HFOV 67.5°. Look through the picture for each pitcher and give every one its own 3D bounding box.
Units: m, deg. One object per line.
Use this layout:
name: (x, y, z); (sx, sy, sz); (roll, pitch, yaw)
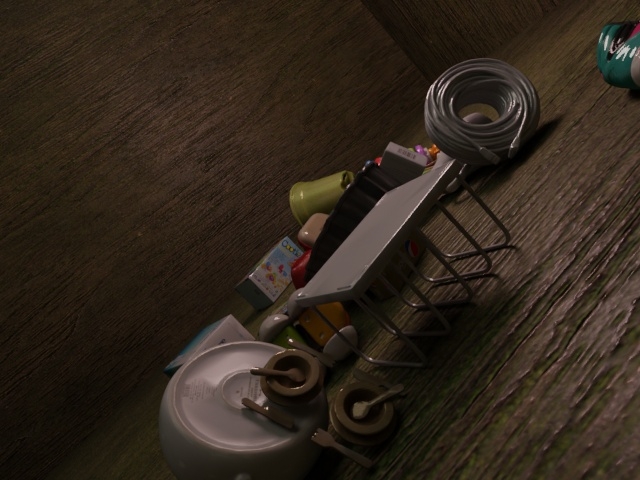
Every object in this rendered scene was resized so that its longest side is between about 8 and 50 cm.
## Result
pitcher: (0.363, -0.211, 1.198); (0.207, 0.126, 0.177); (-52, 14, 9)

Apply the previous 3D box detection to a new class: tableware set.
tableware set: (0.008, 0.195, 0.627); (0.128, 0.194, 0.039); (-48, -31, -44)

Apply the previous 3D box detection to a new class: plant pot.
plant pot: (0.049, -0.177, 2.103); (0.254, 0.276, 0.276); (-23, 19, 34)

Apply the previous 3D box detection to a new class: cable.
cable: (0.375, -0.301, 1.120); (0.257, 0.257, 0.089); (-52, -22, -12)

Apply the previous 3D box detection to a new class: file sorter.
file sorter: (0.136, 0.046, 0.761); (0.277, 0.173, 0.193); (-48, 10, -25)

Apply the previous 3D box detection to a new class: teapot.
teapot: (-0.110, 0.287, 0.692); (0.256, 0.253, 0.186); (-24, -49, -47)

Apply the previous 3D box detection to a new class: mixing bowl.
mixing bowl: (-0.031, 0.093, 1.569); (0.181, 0.098, 0.181); (-41, 9, 8)

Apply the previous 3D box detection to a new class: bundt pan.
bundt pan: (0.099, -0.011, 1.116); (0.330, 0.124, 0.330); (-56, -11, -18)

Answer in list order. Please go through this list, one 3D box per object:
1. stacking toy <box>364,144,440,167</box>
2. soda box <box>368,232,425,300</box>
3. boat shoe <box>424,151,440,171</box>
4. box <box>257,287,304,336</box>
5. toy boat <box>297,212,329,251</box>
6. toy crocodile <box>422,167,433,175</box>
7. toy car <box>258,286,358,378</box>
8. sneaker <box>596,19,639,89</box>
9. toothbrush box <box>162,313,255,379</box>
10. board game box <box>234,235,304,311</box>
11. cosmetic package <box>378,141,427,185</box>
stacking toy: (0.316, -0.256, 1.595); (0.302, 0.165, 0.175); (-29, 0, 16)
soda box: (0.165, 0.044, 1.030); (0.061, 0.058, 0.181); (-35, 12, 49)
boat shoe: (0.376, -0.243, 1.469); (0.170, 0.059, 0.063); (-38, 10, 34)
box: (-0.098, 0.219, 1.462); (0.207, 0.036, 0.114); (-39, 10, 27)
toy boat: (0.000, 0.000, 1.853); (0.231, 0.151, 0.151); (-54, -16, -51)
toy crocodile: (0.220, -0.121, 1.435); (0.341, 0.105, 0.115); (-35, 12, 42)
toy car: (-0.017, 0.194, 0.935); (0.182, 0.159, 0.136); (-44, -26, -2)
sneaker: (0.618, -0.383, 0.860); (0.295, 0.124, 0.178); (-44, 18, 1)
toothbrush box: (-0.383, 0.391, 1.627); (0.216, 0.126, 0.296); (-48, 9, -37)
board game box: (-0.198, 0.136, 1.975); (0.142, 0.144, 0.275); (-34, 12, 49)
cosmetic package: (0.192, -0.135, 1.306); (0.085, 0.118, 0.231); (-57, -9, -58)
